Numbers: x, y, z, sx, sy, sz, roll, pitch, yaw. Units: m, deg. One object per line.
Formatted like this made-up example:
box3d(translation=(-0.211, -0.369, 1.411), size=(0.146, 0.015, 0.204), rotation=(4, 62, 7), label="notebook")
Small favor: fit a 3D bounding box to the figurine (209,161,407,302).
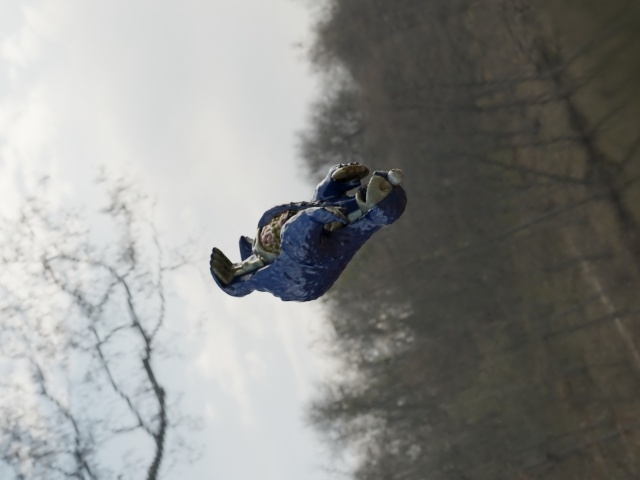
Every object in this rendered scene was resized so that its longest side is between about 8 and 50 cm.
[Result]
box3d(translation=(-0.001, -0.001, 1.311), size=(0.121, 0.262, 0.164), rotation=(55, -137, -9), label="figurine")
